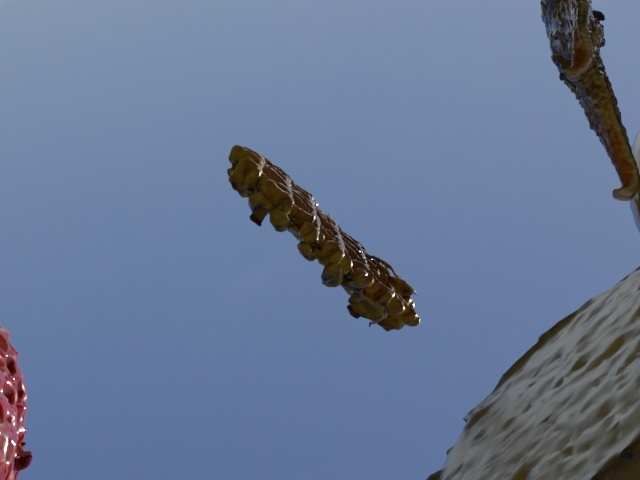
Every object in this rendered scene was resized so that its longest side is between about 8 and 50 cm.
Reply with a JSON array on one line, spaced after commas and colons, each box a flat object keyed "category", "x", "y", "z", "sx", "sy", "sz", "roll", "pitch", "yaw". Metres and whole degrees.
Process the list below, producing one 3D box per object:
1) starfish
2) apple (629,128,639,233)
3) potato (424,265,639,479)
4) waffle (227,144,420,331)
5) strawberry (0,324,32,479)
[{"category": "starfish", "x": 0.172, "y": -0.153, "z": 1.174, "sx": 0.050, "sy": 0.138, "sz": 0.247, "roll": -24, "pitch": -120, "yaw": 9}, {"category": "apple", "x": 0.362, "y": -0.056, "z": 1.241, "sx": 0.286, "sy": 0.233, "sz": 0.286, "roll": -55, "pitch": -176, "yaw": 6}, {"category": "potato", "x": 0.220, "y": 0.133, "z": 0.778, "sx": 0.301, "sy": 0.237, "sz": 0.289, "roll": -41, "pitch": -175, "yaw": 12}, {"category": "waffle", "x": 0.000, "y": 0.000, "z": 1.644, "sx": 0.051, "sy": 0.231, "sz": 0.228, "roll": -46, "pitch": -130, "yaw": 6}, {"category": "strawberry", "x": -0.256, "y": 0.127, "z": 1.058, "sx": 0.205, "sy": 0.205, "sz": 0.244, "roll": -33, "pitch": -164, "yaw": -20}]
